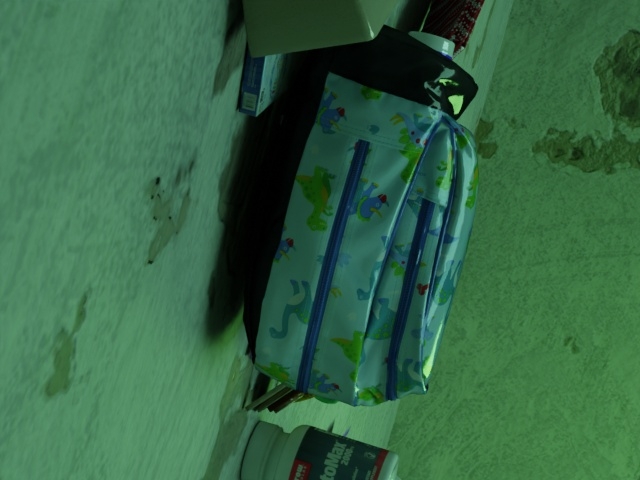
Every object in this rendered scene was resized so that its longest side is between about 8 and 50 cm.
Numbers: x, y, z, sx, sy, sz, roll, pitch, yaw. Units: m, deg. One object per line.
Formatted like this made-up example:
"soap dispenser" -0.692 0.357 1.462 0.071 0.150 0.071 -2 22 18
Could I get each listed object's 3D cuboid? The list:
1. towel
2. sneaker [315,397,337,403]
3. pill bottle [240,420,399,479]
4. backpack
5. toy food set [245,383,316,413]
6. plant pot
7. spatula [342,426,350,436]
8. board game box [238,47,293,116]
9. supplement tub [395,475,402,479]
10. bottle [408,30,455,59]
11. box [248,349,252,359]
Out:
"towel" 0.188 -0.330 1.851 0.199 0.031 0.275 -42 -161 52
"sneaker" 0.036 0.130 1.708 0.295 0.109 0.123 92 13 -53
"pill bottle" -0.002 0.290 1.551 0.108 0.180 0.108 16 90 -79
"backpack" 0.040 -0.014 1.232 0.356 0.273 0.290 -62 -176 5
"toy food set" -0.017 0.180 1.522 0.132 0.038 0.192 -34 174 9
"plant pot" -0.005 -0.218 0.990 0.109 0.109 0.096 -60 139 -51
"spatula" -0.004 0.473 2.229 0.084 0.030 0.296 -16 121 -77
"board game box" -0.044 -0.165 1.101 0.090 0.020 0.090 -51 154 -62
"supplement tub" 0.006 0.479 1.729 0.325 0.235 0.235 -60 163 -53
"bottle" 0.113 -0.139 1.693 0.092 0.118 0.283 8 97 -79
"box" 0.000 0.000 1.470 0.201 0.057 0.293 8 98 -81
